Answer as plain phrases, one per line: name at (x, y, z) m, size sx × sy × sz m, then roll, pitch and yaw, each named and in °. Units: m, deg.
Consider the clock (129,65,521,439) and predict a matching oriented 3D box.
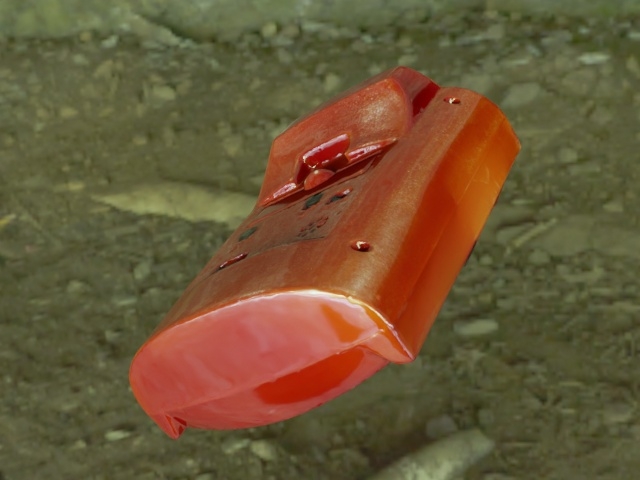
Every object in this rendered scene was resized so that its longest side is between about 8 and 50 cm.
clock at (0.000, 0.000, 0.395) m, size 0.113 × 0.061 × 0.155 m, roll -24°, pitch 21°, yaw 35°
